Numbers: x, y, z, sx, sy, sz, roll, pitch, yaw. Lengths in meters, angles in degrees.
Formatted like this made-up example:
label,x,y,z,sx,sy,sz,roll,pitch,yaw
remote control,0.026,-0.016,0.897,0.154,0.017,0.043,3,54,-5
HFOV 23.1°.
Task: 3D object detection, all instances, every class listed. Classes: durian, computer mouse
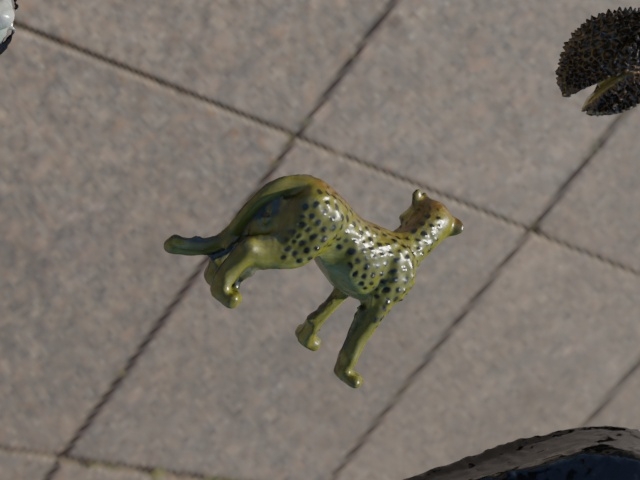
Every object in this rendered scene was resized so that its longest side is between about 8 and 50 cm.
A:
label,x,y,z,sx,sy,sz,roll,pitch,yaw
durian,0.292,-0.182,1.486,0.140,0.110,0.071,-19,151,-7
computer mouse,0.148,0.230,1.153,0.295,0.087,0.168,-11,103,-1

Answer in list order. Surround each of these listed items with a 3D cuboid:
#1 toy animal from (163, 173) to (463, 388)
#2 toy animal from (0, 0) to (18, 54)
label,x,y,z,sx,sy,sz,roll,pitch,yaw
toy animal,0.000,0.000,1.033,0.181,0.073,0.136,34,94,-34
toy animal,-0.278,-0.168,1.107,0.124,0.085,0.071,17,102,-43
